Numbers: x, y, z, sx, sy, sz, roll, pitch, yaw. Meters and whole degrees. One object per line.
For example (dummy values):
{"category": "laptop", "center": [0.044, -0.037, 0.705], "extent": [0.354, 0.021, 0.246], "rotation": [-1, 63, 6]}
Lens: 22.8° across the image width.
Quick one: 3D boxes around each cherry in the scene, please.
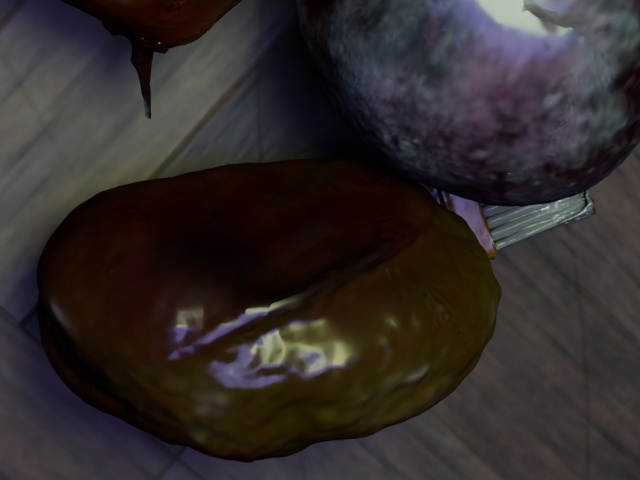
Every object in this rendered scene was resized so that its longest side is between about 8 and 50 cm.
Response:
{"category": "cherry", "center": [0.079, -0.111, 0.780], "extent": [0.195, 0.195, 0.195], "rotation": [-2, 97, -15]}

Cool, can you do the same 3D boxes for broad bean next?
{"category": "broad bean", "center": [-0.025, 0.030, 0.789], "extent": [0.228, 0.156, 0.122], "rotation": [-4, 137, -20]}

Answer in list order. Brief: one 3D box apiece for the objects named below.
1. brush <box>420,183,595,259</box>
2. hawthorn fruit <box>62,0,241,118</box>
{"category": "brush", "center": [0.000, 0.000, 0.861], "extent": [0.314, 0.017, 0.090], "rotation": [-21, 99, -12]}
{"category": "hawthorn fruit", "center": [-0.086, -0.173, 0.748], "extent": [0.181, 0.181, 0.235], "rotation": [-11, 119, -14]}
